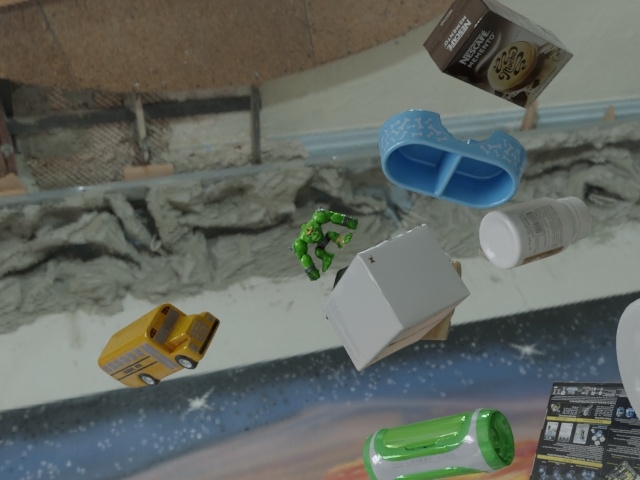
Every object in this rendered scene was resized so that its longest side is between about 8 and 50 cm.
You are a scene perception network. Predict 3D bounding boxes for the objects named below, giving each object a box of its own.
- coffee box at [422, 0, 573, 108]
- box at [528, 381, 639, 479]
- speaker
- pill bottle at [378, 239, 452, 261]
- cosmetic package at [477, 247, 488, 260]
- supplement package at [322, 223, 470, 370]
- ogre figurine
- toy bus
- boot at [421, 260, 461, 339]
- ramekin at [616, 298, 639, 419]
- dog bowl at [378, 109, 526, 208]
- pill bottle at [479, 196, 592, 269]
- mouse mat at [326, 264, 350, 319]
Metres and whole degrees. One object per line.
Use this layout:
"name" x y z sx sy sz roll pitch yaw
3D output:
"coffee box" 0.406 -0.434 1.661 0.297 0.119 0.168 12 -51 -34
"box" 0.654 0.484 1.651 0.097 0.318 0.395 28 -20 -17
"speaker" 0.236 0.424 1.479 0.296 0.131 0.131 -22 -37 34
"pill bottle" 0.254 0.066 1.976 0.216 0.121 0.121 6 -48 -38
"cosmetic package" 0.502 0.000 2.065 0.060 0.041 0.115 -8 -46 -55
"supplement package" 0.088 0.076 0.916 0.105 0.105 0.179 -22 -18 -23
"ogre figurine" 0.000 0.000 1.913 0.118 0.097 0.197 35 -70 -8
"toy bus" -0.361 0.232 1.614 0.130 0.108 0.332 40 -41 -18
"boot" 0.228 0.136 1.777 0.206 0.090 0.248 14 -55 11
"ramekin" 0.586 0.201 1.140 0.135 0.277 0.277 -10 -43 -7
"dog bowl" 0.254 -0.149 1.416 0.297 0.074 0.166 15 -38 -4
"pill bottle" 0.477 -0.025 1.600 0.229 0.131 0.131 -15 -41 -25
"mouse mat" 0.084 0.127 1.987 0.189 0.007 0.153 -19 -52 -51
